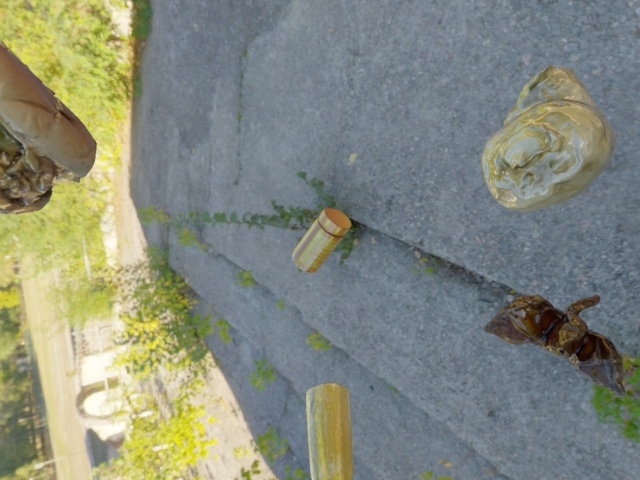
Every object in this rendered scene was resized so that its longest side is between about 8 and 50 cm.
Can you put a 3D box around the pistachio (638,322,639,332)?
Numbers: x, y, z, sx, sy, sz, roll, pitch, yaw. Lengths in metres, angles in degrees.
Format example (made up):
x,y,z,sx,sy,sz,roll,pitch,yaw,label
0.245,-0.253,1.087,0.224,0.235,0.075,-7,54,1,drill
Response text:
x,y,z,sx,sy,sz,roll,pitch,yaw,label
0.511,0.123,0.480,0.260,0.212,0.163,19,100,55,pistachio

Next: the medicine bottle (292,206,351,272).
x,y,z,sx,sy,sz,roll,pitch,yaw,label
0.000,0.000,1.289,0.192,0.096,0.096,-53,53,29,medicine bottle

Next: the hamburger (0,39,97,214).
x,y,z,sx,sy,sz,roll,pitch,yaw,label
-0.357,-0.137,0.399,0.243,0.286,0.146,14,68,52,hamburger

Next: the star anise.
x,y,z,sx,sy,sz,roll,pitch,yaw,label
0.357,0.138,0.656,0.196,0.212,0.111,10,102,12,star anise

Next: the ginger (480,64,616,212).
x,y,z,sx,sy,sz,roll,pitch,yaw,label
0.279,-0.115,0.537,0.138,0.267,0.152,-30,103,41,ginger

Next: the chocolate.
x,y,z,sx,sy,sz,roll,pitch,yaw,label
0.015,0.340,0.684,0.219,0.085,0.086,-91,24,-44,chocolate
